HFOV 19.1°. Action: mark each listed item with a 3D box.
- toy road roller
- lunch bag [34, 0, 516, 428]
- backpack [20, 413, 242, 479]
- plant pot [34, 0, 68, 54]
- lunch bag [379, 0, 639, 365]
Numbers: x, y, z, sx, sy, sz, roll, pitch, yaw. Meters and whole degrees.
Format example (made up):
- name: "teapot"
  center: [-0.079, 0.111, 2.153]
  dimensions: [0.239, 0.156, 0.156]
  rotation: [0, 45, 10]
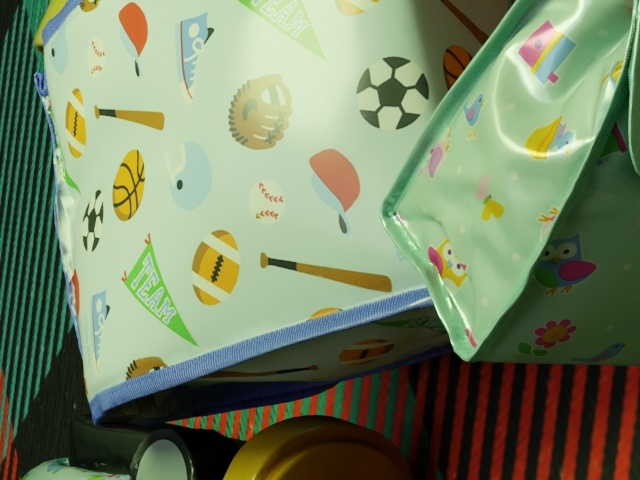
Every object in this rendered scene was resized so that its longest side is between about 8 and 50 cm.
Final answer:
- name: "toy road roller"
  center: [-0.021, 0.295, 1.418]
  dimensions: [0.241, 0.202, 0.329]
  rotation: [13, 93, 53]
- name: "lunch bag"
  center: [-0.031, -0.057, 1.354]
  dimensions: [0.385, 0.239, 0.327]
  rotation: [-19, 73, 32]
- name: "backpack"
  center: [-0.192, 0.332, 1.625]
  dimensions: [0.290, 0.273, 0.355]
  rotation: [4, 84, 65]
- name: "plant pot"
  center: [-0.085, -0.224, 1.637]
  dimensions: [0.254, 0.254, 0.239]
  rotation: [18, 84, 62]
- name: "lunch bag"
  center: [0.195, -0.059, 1.057]
  dimensions: [0.262, 0.223, 0.160]
  rotation: [-61, 40, 33]
